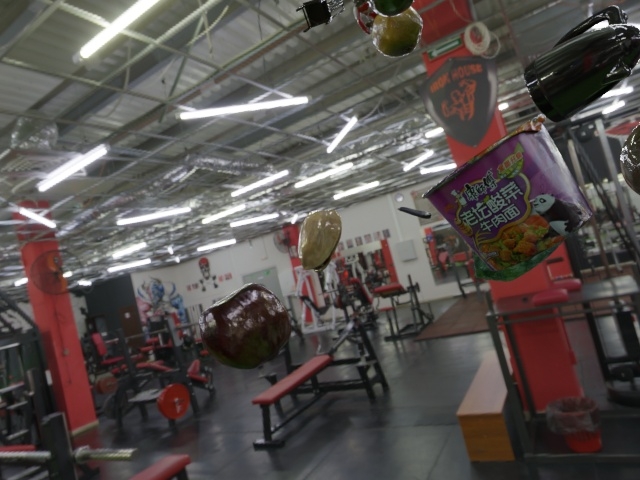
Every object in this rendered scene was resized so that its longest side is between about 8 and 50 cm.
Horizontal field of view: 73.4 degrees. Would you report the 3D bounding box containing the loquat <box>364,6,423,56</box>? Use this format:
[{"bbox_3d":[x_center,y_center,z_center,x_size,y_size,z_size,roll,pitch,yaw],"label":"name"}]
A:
[{"bbox_3d":[0.311,-0.905,1.844,0.246,0.213,0.213,21,3,11],"label":"loquat"}]

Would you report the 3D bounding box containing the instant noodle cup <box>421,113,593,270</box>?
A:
[{"bbox_3d":[0.341,-0.074,0.774,0.251,0.190,0.251,-33,-5,-3],"label":"instant noodle cup"}]

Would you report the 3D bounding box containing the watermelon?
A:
[{"bbox_3d":[0.573,-0.050,1.253,0.290,0.319,0.214,-11,0,11],"label":"watermelon"}]

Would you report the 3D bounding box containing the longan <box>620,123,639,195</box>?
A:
[{"bbox_3d":[1.098,-0.249,1.310,0.320,0.318,0.319,-14,-4,-1],"label":"longan"}]

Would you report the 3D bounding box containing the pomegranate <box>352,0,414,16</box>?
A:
[{"bbox_3d":[0.132,-0.510,0.848,0.131,0.130,0.130,-14,-4,-1],"label":"pomegranate"}]

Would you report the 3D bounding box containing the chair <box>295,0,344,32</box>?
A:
[{"bbox_3d":[0.004,-0.810,1.508,0.102,0.084,0.212,-5,37,26],"label":"chair"}]

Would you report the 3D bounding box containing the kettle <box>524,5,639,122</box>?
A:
[{"bbox_3d":[0.766,-0.500,1.221,0.251,0.207,0.271,-45,10,-37],"label":"kettle"}]

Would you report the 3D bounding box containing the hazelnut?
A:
[{"bbox_3d":[-0.192,0.230,1.116,0.234,0.217,0.218,-34,10,-39],"label":"hazelnut"}]

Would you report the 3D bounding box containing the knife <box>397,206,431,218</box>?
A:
[{"bbox_3d":[0.303,-0.093,1.393,0.121,0.018,0.031,23,36,37],"label":"knife"}]

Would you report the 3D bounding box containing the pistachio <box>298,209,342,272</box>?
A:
[{"bbox_3d":[0.000,0.000,1.520,0.158,0.229,0.157,17,-5,2],"label":"pistachio"}]

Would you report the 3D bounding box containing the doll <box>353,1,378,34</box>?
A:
[{"bbox_3d":[0.243,-1.067,1.995,0.188,0.384,0.099,-48,11,-1],"label":"doll"}]
